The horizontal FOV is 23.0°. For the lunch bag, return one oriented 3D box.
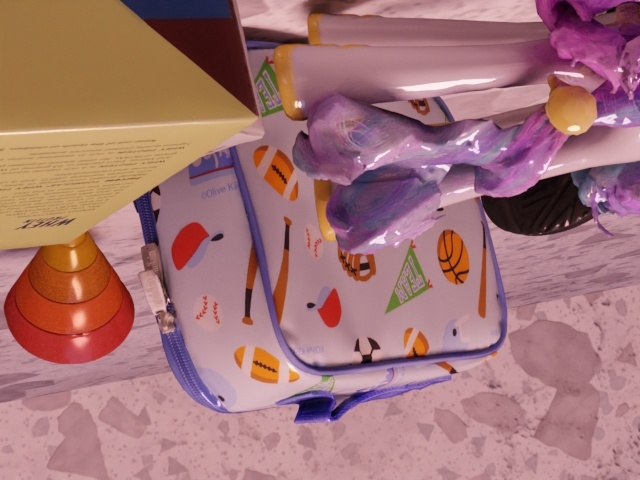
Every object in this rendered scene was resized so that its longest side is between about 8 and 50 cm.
[{"bbox_3d":[0.000,0.000,1.040,0.115,0.243,0.303,-19,169,35],"label":"lunch bag"}]

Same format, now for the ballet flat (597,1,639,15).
[{"bbox_3d":[0.223,-0.156,0.990,0.173,0.049,0.057,-16,169,21],"label":"ballet flat"}]

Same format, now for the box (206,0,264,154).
[{"bbox_3d":[-0.104,-0.088,0.869,0.101,0.087,0.102,-17,170,28],"label":"box"}]

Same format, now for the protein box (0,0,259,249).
[{"bbox_3d":[-0.172,-0.079,0.689,0.200,0.136,0.201,-6,168,-34],"label":"protein box"}]

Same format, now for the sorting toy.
[{"bbox_3d":[-0.110,0.003,1.448,0.365,0.127,0.126,-12,141,-18],"label":"sorting toy"}]

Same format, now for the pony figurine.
[{"bbox_3d":[0.168,-0.085,0.811,0.363,0.303,0.351,-8,-168,7],"label":"pony figurine"}]

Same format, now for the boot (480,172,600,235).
[{"bbox_3d":[0.301,-0.064,1.478,0.246,0.094,0.207,-25,161,31],"label":"boot"}]
